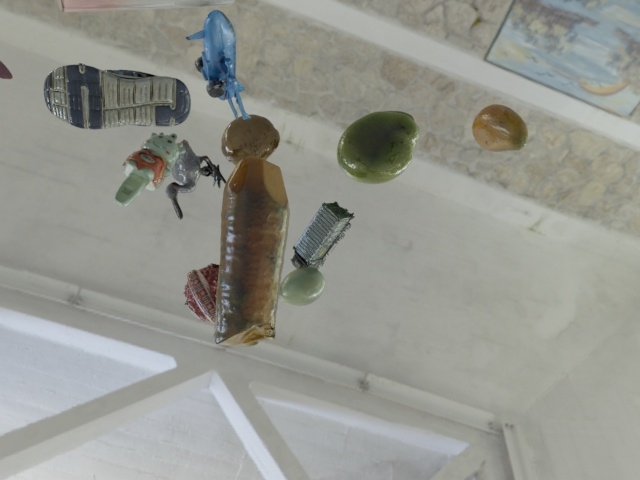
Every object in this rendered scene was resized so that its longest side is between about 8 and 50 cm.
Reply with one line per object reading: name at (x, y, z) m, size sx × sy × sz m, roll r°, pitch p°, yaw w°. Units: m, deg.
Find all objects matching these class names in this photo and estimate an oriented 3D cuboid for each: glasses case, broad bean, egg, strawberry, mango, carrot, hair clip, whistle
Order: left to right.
hair clip at (-0.900, -0.485, 1.329) m, size 0.137 × 0.022 × 0.054 m, roll 38°, pitch -155°, yaw 4°
whistle at (-0.447, -0.190, 1.266) m, size 0.102 × 0.105 × 0.253 m, roll 15°, pitch -120°, yaw 27°
glasses case at (-0.342, 0.166, 1.436) m, size 0.049 × 0.073 × 0.194 m, roll -35°, pitch -121°, yaw -3°
strawberry at (-0.329, 0.183, 1.665) m, size 0.245 × 0.205 × 0.205 m, roll -4°, pitch -162°, yaw 38°
carrot at (-0.112, 0.022, 0.790) m, size 0.114 × 0.114 × 0.301 m, roll 7°, pitch -99°, yaw -22°
egg at (-0.057, 0.141, 1.484) m, size 0.152 × 0.114 × 0.114 m, roll -21°, pitch -127°, yaw -24°
broad bean at (0.194, -0.310, 1.619) m, size 0.238 × 0.291 × 0.119 m, roll 60°, pitch -176°, yaw 8°
mango at (0.428, -0.270, 1.176) m, size 0.089 × 0.115 × 0.165 m, roll -18°, pitch -168°, yaw -6°

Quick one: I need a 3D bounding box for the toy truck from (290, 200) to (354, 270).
toy truck at (0.000, 0.000, 1.553) m, size 0.088 × 0.259 × 0.121 m, roll 45°, pitch -152°, yaw 20°

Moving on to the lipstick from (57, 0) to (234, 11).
lipstick at (-0.330, -0.492, 0.940) m, size 0.327 × 0.087 × 0.087 m, roll -17°, pitch -128°, yaw -27°

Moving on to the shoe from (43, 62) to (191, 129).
shoe at (-0.307, -0.217, 0.753) m, size 0.207 × 0.091 × 0.106 m, roll -2°, pitch -165°, yaw -22°

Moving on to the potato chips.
potato chips at (-0.249, -0.349, 1.711) m, size 0.208 × 0.195 × 0.062 m, roll 6°, pitch 179°, yaw 6°

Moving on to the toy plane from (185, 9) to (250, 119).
toy plane at (-0.228, -0.401, 1.102) m, size 0.105 × 0.271 × 0.254 m, roll -25°, pitch -110°, yaw -7°

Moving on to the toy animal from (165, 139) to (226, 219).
toy animal at (-0.412, -0.212, 1.531) m, size 0.195 × 0.090 × 0.324 m, roll 51°, pitch -153°, yaw -12°
